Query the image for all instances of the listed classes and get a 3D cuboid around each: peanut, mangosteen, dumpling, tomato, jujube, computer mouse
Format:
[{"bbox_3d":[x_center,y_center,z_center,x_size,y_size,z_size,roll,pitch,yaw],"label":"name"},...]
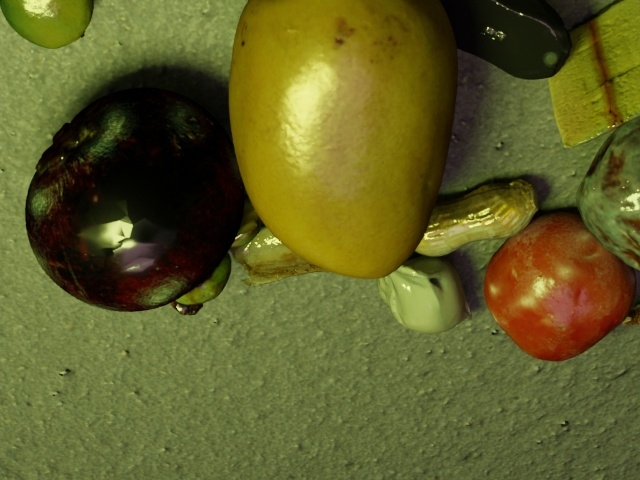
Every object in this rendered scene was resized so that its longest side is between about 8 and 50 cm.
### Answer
[{"bbox_3d":[0.228,-0.032,1.988,0.207,0.087,0.087,-18,128,12],"label":"peanut"},{"bbox_3d":[-0.237,-0.046,1.801,0.330,0.330,0.330,-2,129,-2],"label":"mangosteen"},{"bbox_3d":[0.148,0.076,2.056,0.151,0.124,0.229,17,160,28],"label":"dumpling"},{"bbox_3d":[0.363,0.072,2.017,0.232,0.188,0.232,-2,127,-3],"label":"tomato"},{"bbox_3d":[0.520,-0.060,1.901,0.308,0.215,0.246,6,125,-10],"label":"jujube"},{"bbox_3d":[0.234,-0.297,1.773,0.217,0.073,0.122,25,131,-4],"label":"computer mouse"}]

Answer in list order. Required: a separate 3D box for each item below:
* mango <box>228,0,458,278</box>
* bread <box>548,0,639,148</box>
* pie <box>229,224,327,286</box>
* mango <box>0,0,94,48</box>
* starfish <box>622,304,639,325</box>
[{"bbox_3d":[0.033,-0.160,1.734,0.300,0.232,0.445,-7,113,-5],"label":"mango"},{"bbox_3d":[0.408,-0.178,1.771,0.168,0.264,0.163,-27,124,24],"label":"bread"},{"bbox_3d":[0.000,0.000,1.955,0.282,0.068,0.128,-19,142,13],"label":"pie"},{"bbox_3d":[-0.360,-0.334,1.705,0.122,0.085,0.191,-9,130,8],"label":"mango"},{"bbox_3d":[0.594,0.089,2.129,0.238,0.071,0.216,-25,122,3],"label":"starfish"}]
